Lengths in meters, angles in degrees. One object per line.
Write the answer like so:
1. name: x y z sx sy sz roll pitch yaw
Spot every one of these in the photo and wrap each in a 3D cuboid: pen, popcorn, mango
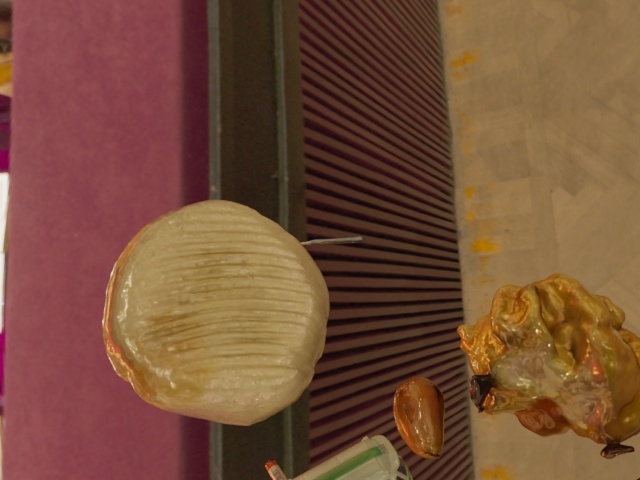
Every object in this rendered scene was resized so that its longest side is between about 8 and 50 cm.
1. pen: -0.043 0.532 1.152 0.239 0.028 0.028 44 107 41
2. popcorn: 0.405 0.209 1.021 0.316 0.281 0.297 40 127 -5
3. mango: 0.147 0.260 0.862 0.077 0.063 0.127 -16 48 14

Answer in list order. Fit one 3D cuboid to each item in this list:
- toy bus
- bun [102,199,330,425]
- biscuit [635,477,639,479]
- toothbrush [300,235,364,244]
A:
1. toy bus: 0.066 0.551 1.287 0.276 0.164 0.133 -26 37 -10
2. bun: -0.163 0.120 0.953 0.365 0.365 0.219 62 156 18
3. biscuit: 0.488 0.303 0.685 0.407 0.407 0.091 -43 45 18
4. toothbrush: 0.000 0.000 1.365 0.220 0.016 0.019 -2 83 28
